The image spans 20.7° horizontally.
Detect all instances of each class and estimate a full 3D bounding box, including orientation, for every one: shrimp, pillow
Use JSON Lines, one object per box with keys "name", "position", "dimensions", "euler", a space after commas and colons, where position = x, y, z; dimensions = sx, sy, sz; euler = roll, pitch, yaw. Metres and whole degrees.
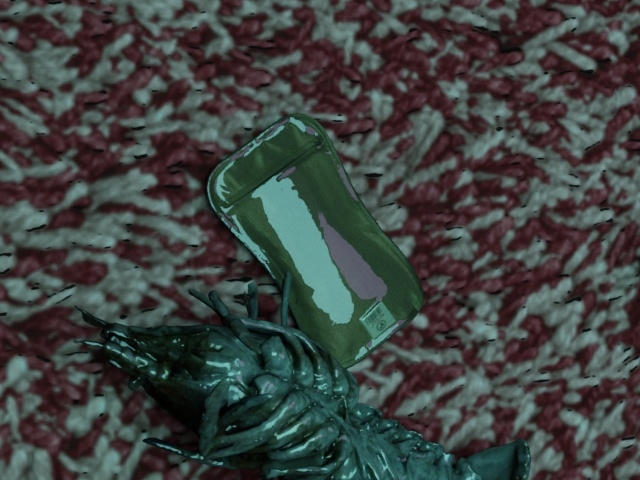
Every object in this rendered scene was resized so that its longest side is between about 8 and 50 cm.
{"name": "shrimp", "position": [-0.010, 0.147, 1.474], "dimensions": [0.410, 0.166, 0.221], "euler": [34, 47, -28]}
{"name": "pillow", "position": [0.000, 0.000, 1.551], "dimensions": [0.130, 0.033, 0.217], "euler": [-38, 98, -20]}
